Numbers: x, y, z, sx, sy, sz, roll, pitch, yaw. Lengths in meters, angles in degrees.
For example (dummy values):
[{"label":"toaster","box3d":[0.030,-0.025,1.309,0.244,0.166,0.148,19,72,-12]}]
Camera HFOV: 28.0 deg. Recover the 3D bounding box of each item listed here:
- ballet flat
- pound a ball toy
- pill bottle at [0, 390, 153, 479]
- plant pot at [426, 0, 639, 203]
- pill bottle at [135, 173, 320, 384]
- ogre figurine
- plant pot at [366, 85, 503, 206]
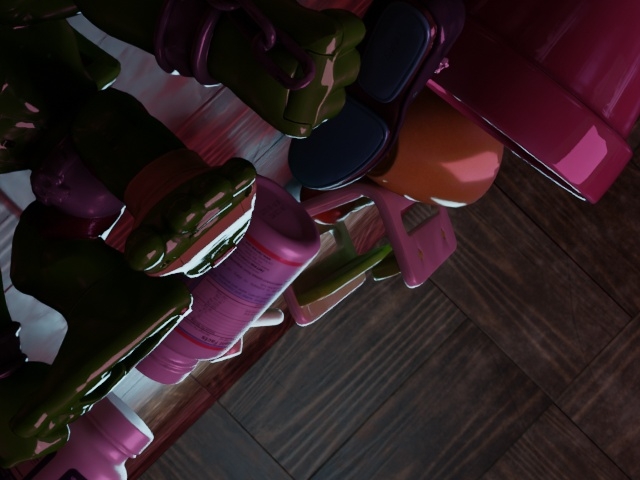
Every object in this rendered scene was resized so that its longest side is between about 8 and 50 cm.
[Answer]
[{"label":"ballet flat","box3d":[0.044,-0.111,0.928,0.074,0.074,0.203,-40,171,-43]},{"label":"pound a ball toy","box3d":[0.000,0.000,1.281,0.208,0.136,0.319,-20,-178,17]},{"label":"pill bottle","box3d":[-0.229,0.208,1.117,0.169,0.094,0.094,-44,175,-4]},{"label":"plant pot","box3d":[0.187,-0.157,0.998,0.180,0.201,0.201,-52,174,7]},{"label":"pill bottle","box3d":[-0.080,0.031,0.952,0.160,0.087,0.087,-47,174,22]},{"label":"ogre figurine","box3d":[-0.081,-0.023,0.370,0.097,0.118,0.197,-37,169,-33]},{"label":"plant pot","box3d":[0.083,-0.093,1.149,0.095,0.134,0.134,-7,151,-37]}]
